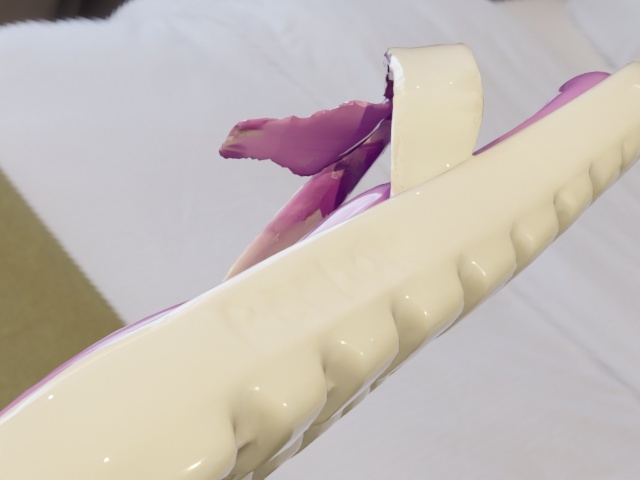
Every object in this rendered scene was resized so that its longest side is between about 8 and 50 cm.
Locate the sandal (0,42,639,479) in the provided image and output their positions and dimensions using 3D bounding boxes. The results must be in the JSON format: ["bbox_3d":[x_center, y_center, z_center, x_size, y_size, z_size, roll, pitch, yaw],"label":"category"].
[{"bbox_3d":[0.010,-0.009,0.491,0.102,0.169,0.416,51,30,5],"label":"sandal"}]
